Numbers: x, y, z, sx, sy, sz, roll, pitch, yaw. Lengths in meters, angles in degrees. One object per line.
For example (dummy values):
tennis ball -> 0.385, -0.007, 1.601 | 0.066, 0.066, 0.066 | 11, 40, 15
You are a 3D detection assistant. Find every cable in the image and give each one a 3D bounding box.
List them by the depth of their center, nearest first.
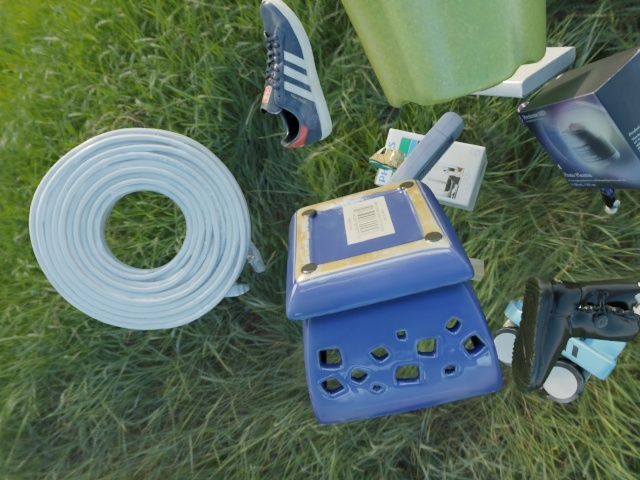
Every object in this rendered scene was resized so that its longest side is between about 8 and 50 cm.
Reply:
cable -> -0.217, -0.011, 0.564 | 0.257, 0.089, 0.256 | -21, 102, -11

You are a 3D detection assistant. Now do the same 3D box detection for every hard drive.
hard drive -> 0.431, -0.448, 1.182 | 0.353, 0.233, 0.047 | 26, 143, 48

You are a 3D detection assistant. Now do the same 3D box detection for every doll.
doll -> 0.967, -0.165, 1.517 | 0.046, 0.129, 0.189 | -28, 120, 20

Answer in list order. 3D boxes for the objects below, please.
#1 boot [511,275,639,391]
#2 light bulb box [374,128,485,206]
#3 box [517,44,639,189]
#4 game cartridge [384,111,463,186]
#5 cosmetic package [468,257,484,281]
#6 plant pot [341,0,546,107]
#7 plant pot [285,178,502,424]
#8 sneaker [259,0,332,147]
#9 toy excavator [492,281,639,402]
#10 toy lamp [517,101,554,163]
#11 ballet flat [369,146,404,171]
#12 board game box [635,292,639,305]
boot -> 0.498, 0.187, 0.868 | 0.208, 0.094, 0.246 | 4, 102, 1
light bulb box -> 0.453, -0.273, 1.801 | 0.362, 0.358, 0.225 | 17, 96, 20
box -> 0.731, -0.294, 1.160 | 0.183, 0.296, 0.294 | -41, 101, -2
game cartridge -> 0.290, -0.227, 1.276 | 0.062, 0.198, 0.297 | 44, 107, 15
cosmetic package -> 0.450, 0.085, 1.409 | 0.115, 0.060, 0.041 | 9, 142, 2
plant pot -> 0.124, -0.294, 0.479 | 0.276, 0.276, 0.253 | -16, 116, 16
plant pot -> 0.078, 0.061, 0.582 | 0.236, 0.235, 0.212 | -15, 122, 8
sneaker -> -0.093, -0.387, 1.080 | 0.148, 0.131, 0.349 | -30, 114, -16
toy excavator -> 0.736, 0.216, 1.168 | 0.433, 0.222, 0.444 | 35, 108, 32
toy lamp -> 0.744, -0.369, 1.504 | 0.080, 0.080, 0.274 | -27, 50, 16
ballet flat -> 0.208, -0.251, 1.375 | 0.073, 0.206, 0.067 | 22, 98, -19
board game box -> 0.569, 0.077, 0.504 | 0.303, 0.097, 0.224 | -37, 123, 24
